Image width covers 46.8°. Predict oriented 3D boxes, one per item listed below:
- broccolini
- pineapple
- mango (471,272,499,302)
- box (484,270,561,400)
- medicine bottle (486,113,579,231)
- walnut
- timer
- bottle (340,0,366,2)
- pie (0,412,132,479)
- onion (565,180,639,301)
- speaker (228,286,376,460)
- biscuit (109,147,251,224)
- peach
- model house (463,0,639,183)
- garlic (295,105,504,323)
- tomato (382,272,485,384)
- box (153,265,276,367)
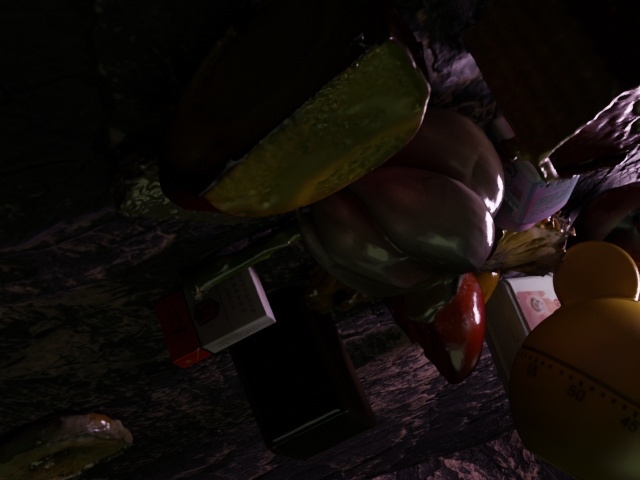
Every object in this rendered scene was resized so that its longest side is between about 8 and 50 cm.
[{"bbox_3d":[-0.001,-0.001,1.014,0.392,0.074,0.079,-27,147,3],"label":"broccolini"},{"bbox_3d":[0.319,-0.016,1.244,0.186,0.114,0.236,-33,143,17],"label":"pineapple"},{"bbox_3d":[0.256,0.101,1.396,0.195,0.098,0.137,-42,145,22],"label":"mango"},{"bbox_3d":[0.460,0.218,1.558,0.183,0.311,0.175,0,146,-26],"label":"box"},{"bbox_3d":[0.286,-0.092,1.035,0.094,0.119,0.188,-23,153,-10],"label":"medicine bottle"},{"bbox_3d":[0.045,0.049,1.155,0.143,0.069,0.170,-4,146,-33],"label":"walnut"},{"bbox_3d":[0.518,0.232,1.266,0.386,0.376,0.376,-59,152,-6],"label":"timer"},{"bbox_3d":[-0.062,-0.258,0.413,0.144,0.144,0.336,-40,149,29],"label":"bottle"},{"bbox_3d":[-0.479,0.393,1.367,0.274,0.055,0.274,-19,153,-10],"label":"pie"},{"bbox_3d":[0.591,-0.007,1.400,0.272,0.195,0.272,2,123,3],"label":"onion"},{"bbox_3d":[-0.033,0.225,1.229,0.153,0.230,0.192,-28,153,7],"label":"speaker"},{"bbox_3d":[-0.143,-0.056,0.807,0.169,0.070,0.082,2,135,-38],"label":"biscuit"},{"bbox_3d":[-0.025,-0.119,0.682,0.267,0.158,0.154,-39,140,23],"label":"peach"},{"bbox_3d":[0.279,-0.190,0.769,0.254,0.196,0.160,-28,153,10],"label":"model house"},{"bbox_3d":[0.103,-0.039,0.912,0.238,0.210,0.292,-13,136,29],"label":"garlic"},{"bbox_3d":[0.204,0.112,1.236,0.140,0.233,0.200,-34,151,-10],"label":"tomato"},{"bbox_3d":[-0.151,0.103,1.054,0.152,0.100,0.048,-26,151,4],"label":"box"}]
